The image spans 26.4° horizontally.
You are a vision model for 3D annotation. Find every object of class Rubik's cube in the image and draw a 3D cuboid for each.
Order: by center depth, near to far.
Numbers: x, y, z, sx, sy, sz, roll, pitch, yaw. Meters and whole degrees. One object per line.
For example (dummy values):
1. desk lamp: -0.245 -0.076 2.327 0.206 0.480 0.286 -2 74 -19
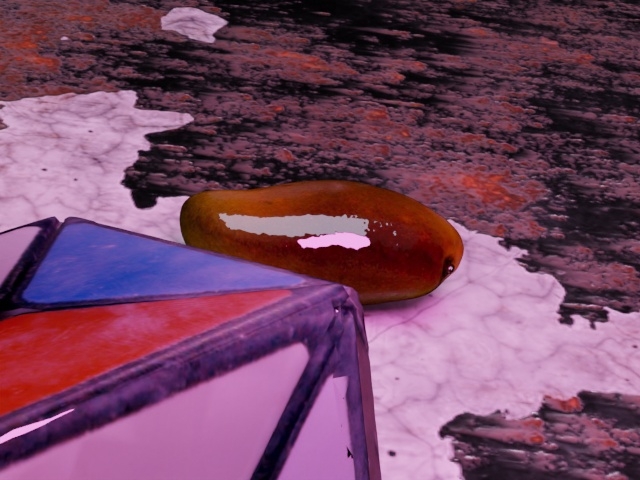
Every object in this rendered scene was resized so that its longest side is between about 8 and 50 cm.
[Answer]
1. Rubik's cube: -0.158 0.182 0.757 0.305 0.310 0.307 12 26 44

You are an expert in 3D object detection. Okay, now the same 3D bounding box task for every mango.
1. mango: 0.000 0.000 1.289 0.267 0.111 0.133 5 50 -5
